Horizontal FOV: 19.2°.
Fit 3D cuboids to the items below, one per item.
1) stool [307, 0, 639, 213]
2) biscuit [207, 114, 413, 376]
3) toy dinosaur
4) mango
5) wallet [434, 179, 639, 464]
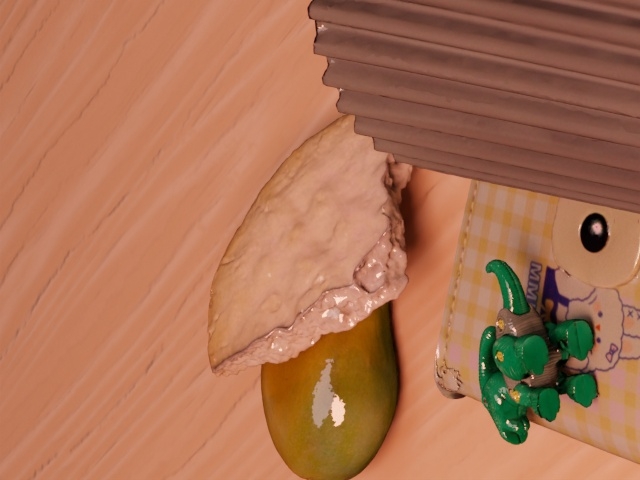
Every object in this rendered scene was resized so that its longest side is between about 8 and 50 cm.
[{"bbox_3d":[0.206,-0.149,1.110,0.330,0.297,0.297,21,106,44],"label":"stool"},{"bbox_3d":[0.000,0.000,1.461,0.265,0.040,0.188,-56,40,-2],"label":"biscuit"},{"bbox_3d":[0.133,0.077,1.275,0.096,0.059,0.132,1,105,60],"label":"toy dinosaur"},{"bbox_3d":[0.008,0.097,1.502,0.122,0.085,0.191,-17,66,53],"label":"mango"},{"bbox_3d":[0.206,0.042,1.276,0.309,0.077,0.223,19,108,49],"label":"wallet"}]
